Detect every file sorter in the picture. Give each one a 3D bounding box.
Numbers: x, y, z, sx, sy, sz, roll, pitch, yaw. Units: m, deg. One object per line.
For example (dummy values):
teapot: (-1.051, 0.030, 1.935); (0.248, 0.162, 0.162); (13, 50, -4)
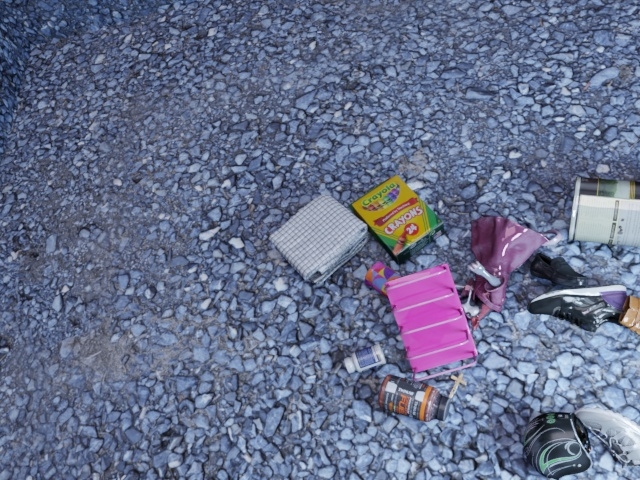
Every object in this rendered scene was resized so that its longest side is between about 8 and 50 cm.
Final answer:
file sorter: (0.318, 0.238, 1.802); (0.202, 0.182, 0.290); (-19, 88, 11)

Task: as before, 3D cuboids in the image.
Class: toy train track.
toy train track: (0.404, 0.433, 1.843); (0.048, 0.014, 0.083); (26, 77, 21)

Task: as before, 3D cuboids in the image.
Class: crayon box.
crayon box: (0.251, -0.091, 2.145); (0.202, 0.081, 0.318); (-35, 57, -7)

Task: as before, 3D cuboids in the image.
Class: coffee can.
coffee can: (0.906, -0.083, 1.865); (0.276, 0.201, 0.201); (7, 64, 21)

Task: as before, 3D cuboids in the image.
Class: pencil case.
pencil case: (0.251, 0.166, 1.993); (0.104, 0.104, 0.236); (-44, 58, -10)

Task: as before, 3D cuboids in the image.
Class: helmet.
helmet: (0.614, 0.538, 1.620); (0.162, 0.169, 0.169); (-30, 54, 26)

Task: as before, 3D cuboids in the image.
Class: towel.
towel: (0.000, 0.000, 2.159); (0.284, 0.121, 0.235); (-42, 59, -10)

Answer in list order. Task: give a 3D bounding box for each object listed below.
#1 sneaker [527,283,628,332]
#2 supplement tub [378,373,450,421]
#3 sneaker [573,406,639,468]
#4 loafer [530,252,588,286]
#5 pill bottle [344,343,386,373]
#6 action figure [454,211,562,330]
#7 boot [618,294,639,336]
sneaker: (0.758, 0.208, 1.809); (0.283, 0.107, 0.124); (-9, 65, 13)
supplement tub: (0.276, 0.466, 1.809); (0.198, 0.106, 0.106); (11, 65, 23)
sneaker: (0.792, 0.530, 1.609); (0.281, 0.105, 0.115); (24, 72, 28)
loafer: (0.708, 0.087, 1.841); (0.076, 0.223, 0.078); (4, 99, -19)
pill bottle: (0.138, 0.372, 1.929); (0.120, 0.067, 0.067); (-21, 57, 5)
action figure: (0.534, 0.105, 1.913); (0.276, 0.248, 0.370); (16, 85, -13)
boot: (0.938, 0.191, 1.743); (0.152, 0.073, 0.197); (28, 62, 9)
